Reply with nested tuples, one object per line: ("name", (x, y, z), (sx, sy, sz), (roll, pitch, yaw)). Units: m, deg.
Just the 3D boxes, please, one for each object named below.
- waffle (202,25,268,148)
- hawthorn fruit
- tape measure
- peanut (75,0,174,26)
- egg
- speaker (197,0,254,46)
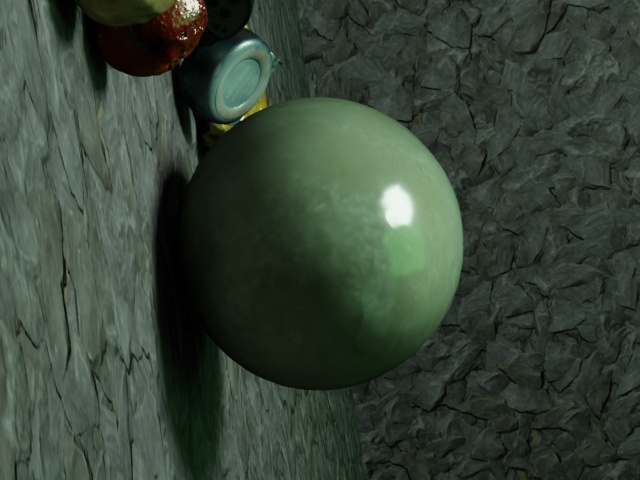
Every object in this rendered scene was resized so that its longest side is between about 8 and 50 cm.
("waffle", (-0.090, -0.129, 1.898), (0.307, 0.060, 0.312), (74, 9, -51))
("hawthorn fruit", (-0.131, -0.168, 1.275), (0.093, 0.093, 0.093), (-7, 90, -86))
("tape measure", (-0.124, -0.198, 1.703), (0.180, 0.104, 0.107), (51, 6, 28))
("peanut", (-0.141, -0.246, 1.217), (0.104, 0.086, 0.228), (55, 23, -52))
("egg", (0.000, 0.000, 1.547), (0.352, 0.258, 0.258), (-102, -176, -72))
("speaker", (-0.046, -0.333, 1.503), (0.198, 0.259, 0.329), (63, 18, -47))
